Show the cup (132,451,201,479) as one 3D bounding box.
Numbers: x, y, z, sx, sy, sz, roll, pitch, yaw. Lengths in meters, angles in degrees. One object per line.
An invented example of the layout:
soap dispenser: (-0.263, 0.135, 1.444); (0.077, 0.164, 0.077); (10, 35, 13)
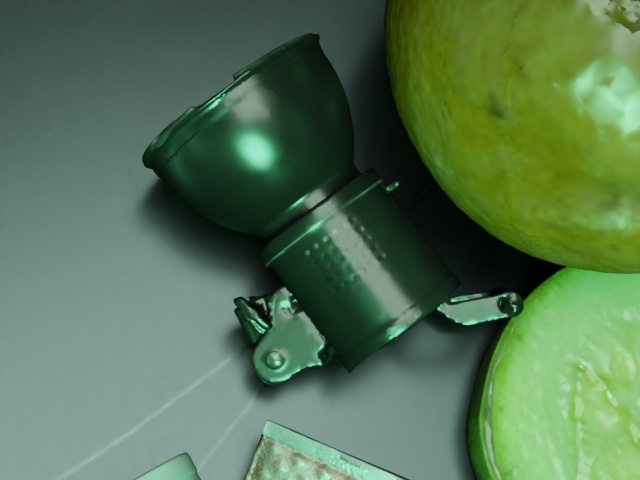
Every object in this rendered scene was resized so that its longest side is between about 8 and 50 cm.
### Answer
cup: (-0.116, 0.265, 0.930); (0.167, 0.221, 0.202); (-25, 80, -48)

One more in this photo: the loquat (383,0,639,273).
loquat: (0.198, -0.138, 0.987); (0.329, 0.328, 0.328); (2, 74, -7)

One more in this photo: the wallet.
wallet: (0.036, 0.201, 0.995); (0.197, 0.020, 0.103); (22, 91, 4)

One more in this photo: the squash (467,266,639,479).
squash: (0.230, 0.126, 1.049); (0.252, 0.049, 0.252); (2, 75, -7)

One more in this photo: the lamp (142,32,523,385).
lamp: (0.000, 0.000, 1.018); (0.172, 0.147, 0.227); (-35, 88, 1)
